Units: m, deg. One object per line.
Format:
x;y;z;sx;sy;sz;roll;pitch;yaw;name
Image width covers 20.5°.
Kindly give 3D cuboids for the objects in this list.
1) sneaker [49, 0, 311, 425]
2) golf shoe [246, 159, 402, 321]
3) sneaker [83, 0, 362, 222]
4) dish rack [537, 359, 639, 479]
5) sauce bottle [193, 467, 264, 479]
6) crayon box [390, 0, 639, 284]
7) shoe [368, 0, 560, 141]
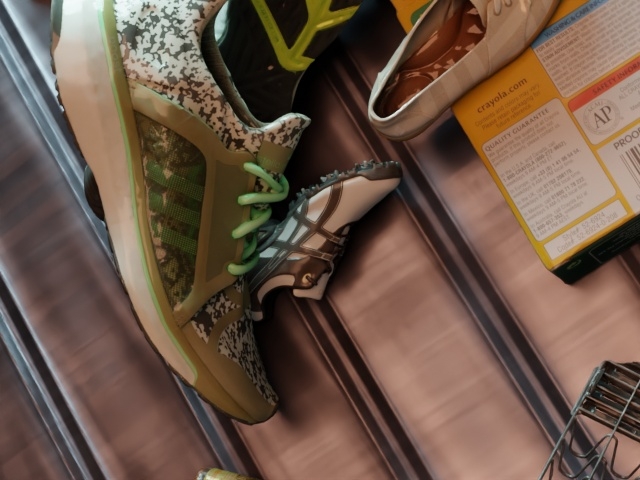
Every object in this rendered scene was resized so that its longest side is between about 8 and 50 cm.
-0.086;-0.041;1.474;0.182;0.158;0.410;-18;103;8;sneaker
0.000;0.000;1.565;0.198;0.077;0.094;-31;81;21;golf shoe
-0.078;-0.164;1.602;0.145;0.147;0.384;33;109;-21;sneaker
0.253;0.228;1.385;0.208;0.074;0.271;27;57;11;dish rack
-0.050;0.230;1.550;0.128;0.042;0.042;10;83;19;sauce bottle
0.209;-0.153;1.507;0.203;0.083;0.323;-33;71;12;crayon box
0.120;-0.169;1.465;0.219;0.058;0.076;-47;69;7;shoe
